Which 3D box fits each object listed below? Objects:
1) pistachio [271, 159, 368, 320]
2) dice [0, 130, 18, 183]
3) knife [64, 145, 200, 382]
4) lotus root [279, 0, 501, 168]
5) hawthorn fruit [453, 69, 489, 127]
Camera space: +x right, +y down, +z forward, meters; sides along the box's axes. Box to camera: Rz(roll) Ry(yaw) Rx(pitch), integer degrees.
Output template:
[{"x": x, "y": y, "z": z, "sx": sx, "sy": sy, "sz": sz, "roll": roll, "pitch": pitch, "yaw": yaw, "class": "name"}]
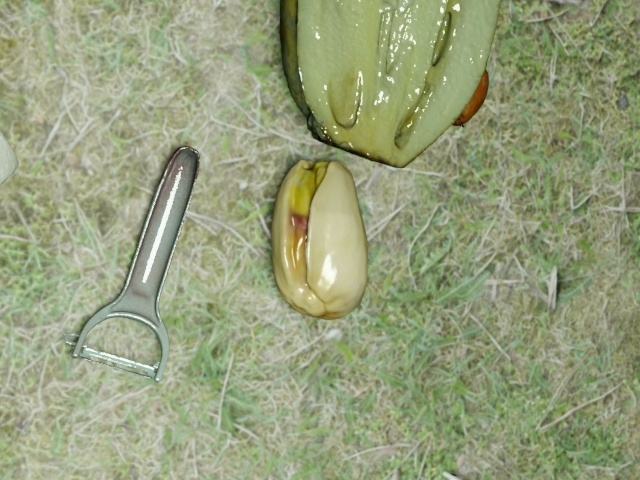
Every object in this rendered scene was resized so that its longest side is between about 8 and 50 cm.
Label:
[{"x": 0.000, "y": 0.000, "z": 1.285, "sx": 0.145, "sy": 0.117, "sz": 0.201, "roll": 5, "pitch": 79, "yaw": -60, "class": "pistachio"}, {"x": -0.479, "y": -0.082, "z": 1.009, "sx": 0.259, "sy": 0.251, "sz": 0.243, "roll": -44, "pitch": 108, "yaw": -16, "class": "dice"}, {"x": -0.209, "y": 0.018, "z": 1.226, "sx": 0.123, "sy": 0.053, "sz": 0.278, "roll": 19, "pitch": 82, "yaw": -17, "class": "knife"}, {"x": 0.072, "y": -0.226, "z": 1.284, "sx": 0.267, "sy": 0.149, "sz": 0.260, "roll": 4, "pitch": 98, "yaw": -20, "class": "lotus root"}, {"x": 0.187, "y": -0.195, "z": 1.377, "sx": 0.081, "sy": 0.081, "sz": 0.093, "roll": -10, "pitch": 109, "yaw": -22, "class": "hawthorn fruit"}]
